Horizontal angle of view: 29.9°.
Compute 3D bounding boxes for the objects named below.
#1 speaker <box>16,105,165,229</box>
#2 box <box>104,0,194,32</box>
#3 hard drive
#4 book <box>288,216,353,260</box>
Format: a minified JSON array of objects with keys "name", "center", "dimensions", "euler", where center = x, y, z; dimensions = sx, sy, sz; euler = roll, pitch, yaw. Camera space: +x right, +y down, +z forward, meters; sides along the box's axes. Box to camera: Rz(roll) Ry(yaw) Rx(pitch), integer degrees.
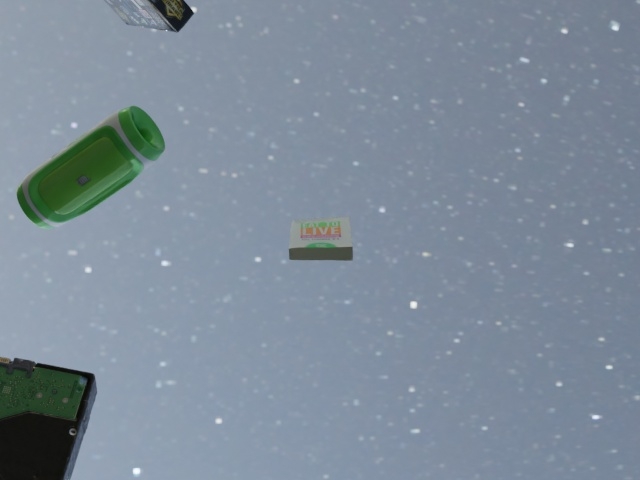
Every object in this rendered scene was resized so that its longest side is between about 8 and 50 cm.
[{"name":"speaker","center":[-0.453,-0.141,2.359],"dimensions":[0.296,0.131,0.131],"euler":[-32,-119,17]},{"name":"box","center":[-0.332,-0.439,1.979],"dimensions":[0.175,0.220,0.051],"euler":[19,-112,50]},{"name":"hard drive","center":[-0.462,0.318,1.634],"dimensions":[0.064,0.236,0.339],"euler":[99,1,-56]},{"name":"book","center":[0.000,0.000,1.854],"dimensions":[0.144,0.096,0.035],"euler":[-93,-177,-72]}]
